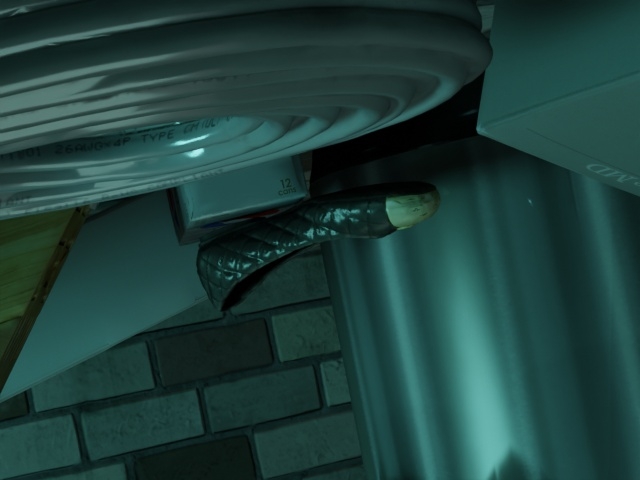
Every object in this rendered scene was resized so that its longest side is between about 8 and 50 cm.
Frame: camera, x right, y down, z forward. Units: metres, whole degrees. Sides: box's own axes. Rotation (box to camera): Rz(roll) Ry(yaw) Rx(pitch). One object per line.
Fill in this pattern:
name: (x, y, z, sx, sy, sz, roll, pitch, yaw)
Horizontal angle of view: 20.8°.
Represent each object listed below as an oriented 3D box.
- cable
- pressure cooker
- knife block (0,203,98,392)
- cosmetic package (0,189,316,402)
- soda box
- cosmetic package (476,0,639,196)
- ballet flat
cable: (-0.077, -0.059, 0.505, 0.257, 0.089, 0.257, -14, 176, 41)
pressure cooker: (0.193, 0.089, 1.197, 0.369, 0.421, 0.375, -13, 178, 14)
knife block: (-0.289, 0.018, 1.036, 0.242, 0.276, 0.088, 26, 176, -2)
cosmetic package: (-0.195, 0.042, 1.378, 0.284, 0.097, 0.377, -29, -177, -21)
soda box: (-0.060, -0.043, 1.113, 0.073, 0.069, 0.216, -12, 178, -7)
cosmetic package: (0.171, -0.083, 0.568, 0.127, 0.107, 0.238, 18, 160, -26)
ballet flat: (0.000, 0.000, 1.020, 0.173, 0.049, 0.057, -17, 178, 36)
